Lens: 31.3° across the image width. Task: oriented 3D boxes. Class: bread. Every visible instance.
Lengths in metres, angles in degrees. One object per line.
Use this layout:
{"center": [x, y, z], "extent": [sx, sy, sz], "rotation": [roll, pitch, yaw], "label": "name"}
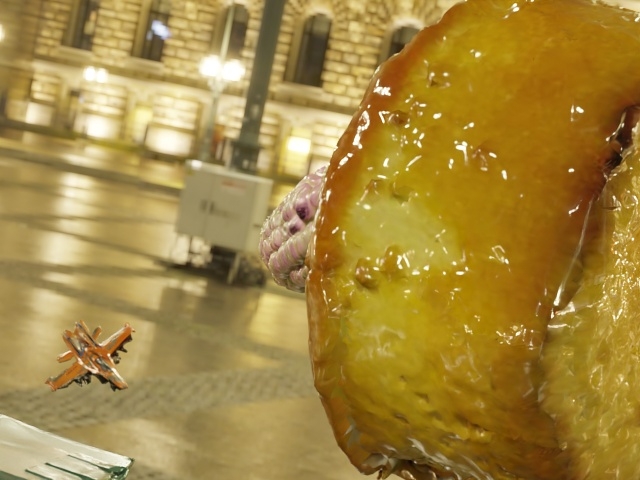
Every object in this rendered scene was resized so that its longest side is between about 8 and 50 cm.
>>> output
{"center": [0.152, 0.015, 0.771], "extent": [0.204, 0.358, 0.337], "rotation": [17, -7, 44], "label": "bread"}

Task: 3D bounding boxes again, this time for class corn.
{"center": [0.000, -0.003, 1.115], "extent": [0.126, 0.126, 0.335], "rotation": [10, -8, -13], "label": "corn"}

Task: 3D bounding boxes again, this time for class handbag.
{"center": [-0.392, 0.311, 1.507], "extent": [0.238, 0.089, 0.326], "rotation": [15, -3, 7], "label": "handbag"}

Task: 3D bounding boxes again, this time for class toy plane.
{"center": [-0.283, 0.165, 1.484], "extent": [0.188, 0.135, 0.062], "rotation": [32, -26, 47], "label": "toy plane"}
